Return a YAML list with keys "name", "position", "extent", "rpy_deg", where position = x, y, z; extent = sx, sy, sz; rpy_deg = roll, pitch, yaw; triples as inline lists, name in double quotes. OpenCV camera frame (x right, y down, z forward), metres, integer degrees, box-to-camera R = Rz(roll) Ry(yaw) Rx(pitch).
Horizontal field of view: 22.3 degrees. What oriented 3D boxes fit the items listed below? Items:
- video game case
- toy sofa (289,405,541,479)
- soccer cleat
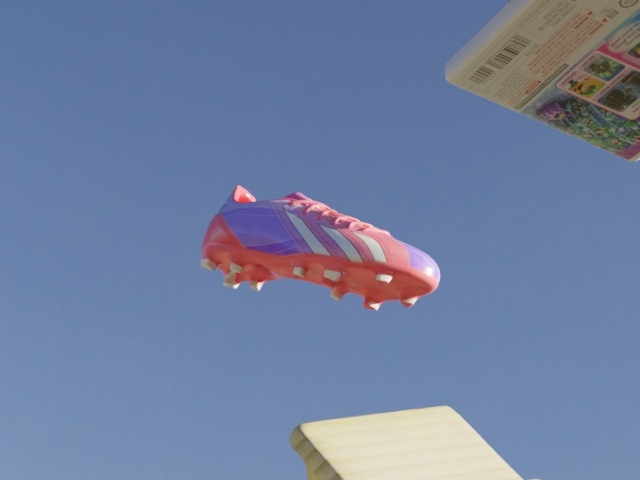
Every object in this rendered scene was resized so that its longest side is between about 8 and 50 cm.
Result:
- name: "video game case"
  position: [0.173, -0.112, 0.922]
  extent: [0.143, 0.019, 0.157]
  rpy_deg: [20, -39, -24]
- name: "toy sofa"
  position: [0.027, 0.306, 1.119]
  extent: [0.150, 0.177, 0.363]
  rpy_deg: [-1, -57, -40]
- name: "soccer cleat"
  position: [0.000, 0.000, 1.436]
  extent: [0.248, 0.095, 0.083]
  rpy_deg: [4, -24, 37]
